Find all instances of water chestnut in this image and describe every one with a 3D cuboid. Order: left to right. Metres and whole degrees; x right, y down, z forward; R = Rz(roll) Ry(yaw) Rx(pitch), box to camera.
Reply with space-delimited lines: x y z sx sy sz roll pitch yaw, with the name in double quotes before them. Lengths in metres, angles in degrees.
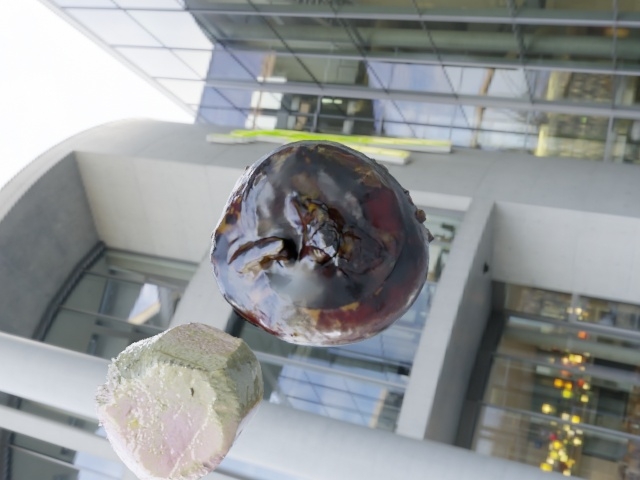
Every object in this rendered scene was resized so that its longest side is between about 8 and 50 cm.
"water chestnut" 0.000 0.000 0.987 0.300 0.300 0.300 9 -90 -68

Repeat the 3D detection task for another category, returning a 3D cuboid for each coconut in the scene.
"coconut" -0.209 0.235 1.137 0.245 0.233 0.233 -42 -40 -85
